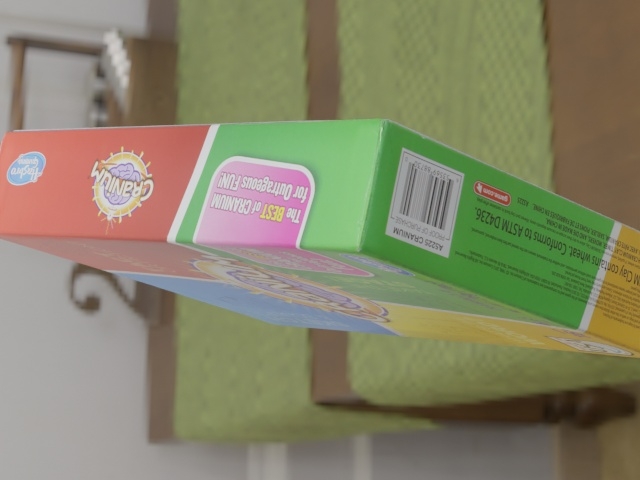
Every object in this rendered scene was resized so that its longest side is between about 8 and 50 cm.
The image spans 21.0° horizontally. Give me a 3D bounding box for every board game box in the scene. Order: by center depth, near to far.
[{"bbox_3d":[0.000,0.000,0.962,0.316,0.242,0.064,2,77,48],"label":"board game box"}]
